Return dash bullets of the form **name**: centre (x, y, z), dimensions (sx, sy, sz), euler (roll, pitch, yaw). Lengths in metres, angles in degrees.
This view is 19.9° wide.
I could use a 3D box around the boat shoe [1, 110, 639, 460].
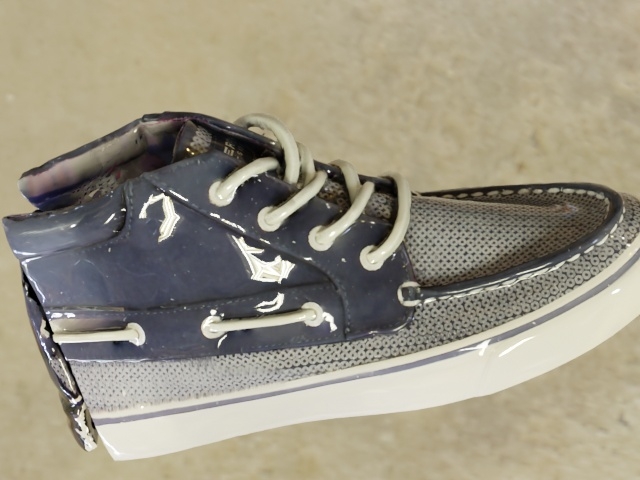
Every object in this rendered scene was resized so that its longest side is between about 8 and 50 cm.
- **boat shoe**: centre (0.000, 0.000, 0.938), dimensions (0.340, 0.158, 0.127), euler (-17, 29, 10)
